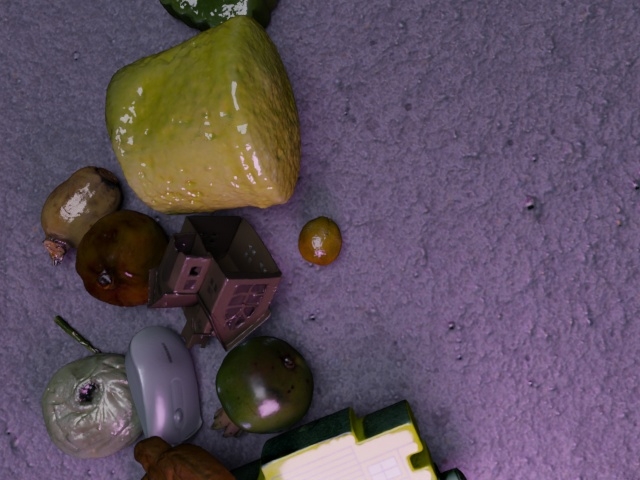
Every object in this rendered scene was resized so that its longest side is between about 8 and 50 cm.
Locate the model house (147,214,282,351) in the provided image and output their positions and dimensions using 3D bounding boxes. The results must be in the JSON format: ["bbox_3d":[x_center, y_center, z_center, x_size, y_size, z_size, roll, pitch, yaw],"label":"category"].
[{"bbox_3d":[-0.224,0.103,1.389,0.211,0.204,0.243,52,128,40],"label":"model house"}]

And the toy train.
[{"bbox_3d":[0.030,0.449,1.308,0.442,0.179,0.272,-23,94,5],"label":"toy train"}]

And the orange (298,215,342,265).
[{"bbox_3d":[0.000,0.000,1.428,0.085,0.085,0.095,13,88,9],"label":"orange"}]

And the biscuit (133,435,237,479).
[{"bbox_3d":[-0.225,0.495,1.282,0.070,0.394,0.350,-27,67,-39],"label":"biscuit"}]

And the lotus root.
[{"bbox_3d":[-0.490,-0.051,1.487,0.125,0.118,0.221,37,87,27],"label":"lotus root"}]

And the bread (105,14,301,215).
[{"bbox_3d":[-0.200,-0.210,1.353,0.307,0.348,0.348,-14,82,10],"label":"bread"}]

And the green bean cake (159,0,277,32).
[{"bbox_3d":[-0.190,-0.537,1.494,0.222,0.125,0.248,26,90,8],"label":"green bean cake"}]

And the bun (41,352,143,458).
[{"bbox_3d":[-0.442,0.323,1.440,0.221,0.108,0.221,-1,84,8],"label":"bun"}]

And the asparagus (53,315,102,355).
[{"bbox_3d":[-0.494,0.197,1.508,0.127,0.018,0.015,38,115,10],"label":"asparagus"}]

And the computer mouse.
[{"bbox_3d":[-0.296,0.275,1.415,0.079,0.128,0.231,-27,82,45],"label":"computer mouse"}]

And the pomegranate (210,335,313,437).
[{"bbox_3d":[-0.121,0.286,1.379,0.187,0.187,0.225,48,116,10],"label":"pomegranate"}]

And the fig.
[{"bbox_3d":[-0.393,0.037,1.376,0.190,0.290,0.191,1,93,15],"label":"fig"}]
